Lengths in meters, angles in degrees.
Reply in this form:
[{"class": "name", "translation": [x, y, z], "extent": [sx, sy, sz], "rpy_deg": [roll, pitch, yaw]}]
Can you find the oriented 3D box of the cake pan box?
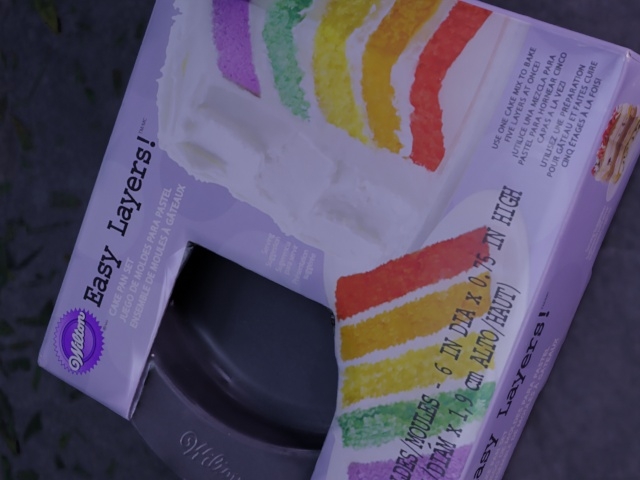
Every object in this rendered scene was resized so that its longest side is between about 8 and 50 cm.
[{"class": "cake pan box", "translation": [0.000, 0.000, 0.587], "extent": [0.246, 0.070, 0.266], "rpy_deg": [27, 101, 29]}]
